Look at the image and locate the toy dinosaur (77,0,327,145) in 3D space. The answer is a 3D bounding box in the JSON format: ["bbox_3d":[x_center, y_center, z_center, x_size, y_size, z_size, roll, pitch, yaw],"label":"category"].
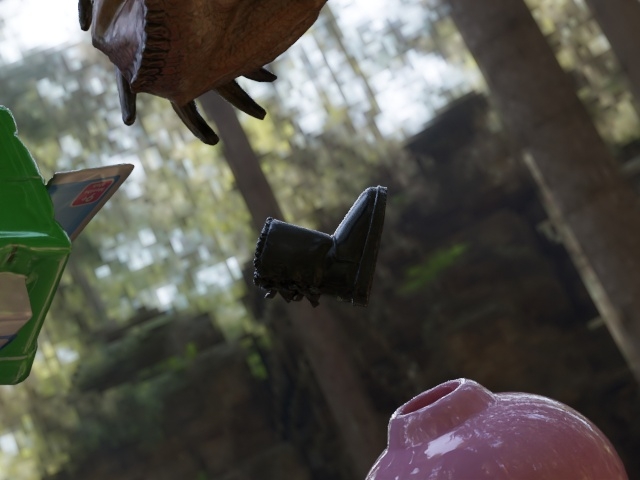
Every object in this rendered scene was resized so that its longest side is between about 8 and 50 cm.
[{"bbox_3d":[-0.045,-0.109,0.772,0.200,0.127,0.295,-41,6,22],"label":"toy dinosaur"}]

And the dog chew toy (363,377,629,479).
[{"bbox_3d":[0.123,0.218,0.905,0.207,0.332,0.206,-27,5,3],"label":"dog chew toy"}]

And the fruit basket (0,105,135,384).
[{"bbox_3d":[-0.311,0.073,1.152,0.327,0.165,0.353,-1,-42,-46],"label":"fruit basket"}]

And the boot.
[{"bbox_3d":[0.000,0.000,1.642,0.099,0.121,0.045,10,-27,6],"label":"boot"}]
